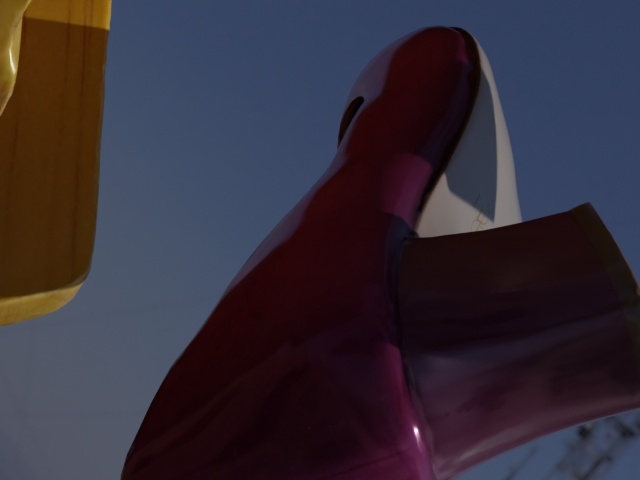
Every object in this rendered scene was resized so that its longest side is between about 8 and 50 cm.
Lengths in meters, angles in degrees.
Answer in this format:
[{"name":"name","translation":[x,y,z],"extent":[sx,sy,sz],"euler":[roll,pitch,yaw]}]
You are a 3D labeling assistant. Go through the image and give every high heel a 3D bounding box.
[{"name":"high heel","translation":[0.000,0.000,0.737],"extent":[0.377,0.181,0.127],"euler":[-114,-171,-75]}]

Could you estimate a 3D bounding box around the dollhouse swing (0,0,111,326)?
[{"name":"dollhouse swing","translation":[-0.014,-0.116,0.729],"extent":[0.305,0.315,0.347],"euler":[11,-30,-20]}]
